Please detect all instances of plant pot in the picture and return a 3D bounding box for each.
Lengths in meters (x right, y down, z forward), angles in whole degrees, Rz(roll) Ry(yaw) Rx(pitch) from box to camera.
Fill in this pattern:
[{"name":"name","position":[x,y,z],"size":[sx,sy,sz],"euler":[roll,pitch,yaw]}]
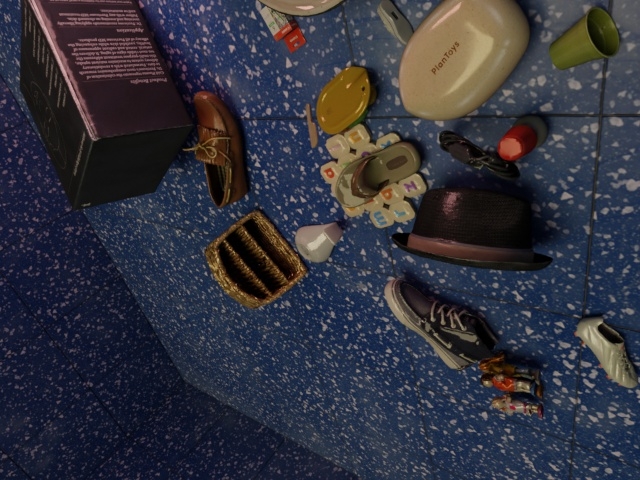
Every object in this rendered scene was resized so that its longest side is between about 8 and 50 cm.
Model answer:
[{"name":"plant pot","position":[0.424,-0.320,0.749],"size":[0.083,0.083,0.079],"euler":[53,154,-9]}]

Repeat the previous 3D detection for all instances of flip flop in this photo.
[{"name":"flip flop","position":[0.128,-0.153,1.132],"size":[0.277,0.080,0.112],"euler":[-22,107,48]}]

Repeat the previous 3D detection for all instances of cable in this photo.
[{"name":"cable","position":[0.320,-0.174,0.930],"size":[0.047,0.151,0.184],"euler":[-69,27,18]}]

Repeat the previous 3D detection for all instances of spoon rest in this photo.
[{"name":"spoon rest","position":[0.000,0.000,1.442],"size":[0.137,0.084,0.276],"euler":[51,155,-5]}]

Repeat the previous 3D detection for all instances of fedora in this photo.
[{"name":"fedora","position":[0.325,-0.037,0.989],"size":[0.334,0.334,0.152],"euler":[11,100,37]}]

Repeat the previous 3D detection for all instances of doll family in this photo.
[{"name":"doll family","position":[0.531,0.396,1.288],"size":[0.163,0.118,0.263],"euler":[3,144,34]}]

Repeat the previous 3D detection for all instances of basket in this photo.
[{"name":"basket","position":[-0.241,0.081,1.612],"size":[0.299,0.213,0.223],"euler":[53,143,-10]}]

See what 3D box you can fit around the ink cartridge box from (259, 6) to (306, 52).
[{"name":"ink cartridge box","position":[-0.089,-0.507,1.086],"size":[0.063,0.029,0.115],"euler":[-13,114,48]}]

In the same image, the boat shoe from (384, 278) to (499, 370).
[{"name":"boat shoe","position":[0.345,0.214,1.281],"size":[0.340,0.127,0.158],"euler":[43,137,-10]}]

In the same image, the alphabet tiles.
[{"name":"alphabet tiles","position":[0.132,-0.164,1.199],"size":[0.278,0.021,0.284],"euler":[-18,110,47]}]

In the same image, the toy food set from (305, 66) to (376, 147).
[{"name":"toy food set","position":[0.059,-0.318,1.097],"size":[0.218,0.071,0.128],"euler":[-26,73,46]}]

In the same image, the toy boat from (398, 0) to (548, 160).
[{"name":"toy boat","position":[0.297,-0.288,0.856],"size":[0.318,0.148,0.267],"euler":[53,137,2]}]

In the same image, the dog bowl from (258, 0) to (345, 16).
[{"name":"dog bowl","position":[-0.024,-0.634,0.813],"size":[0.408,0.150,0.407],"euler":[24,138,24]}]

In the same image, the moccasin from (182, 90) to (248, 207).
[{"name":"moccasin","position":[-0.329,-0.273,1.425],"size":[0.139,0.147,0.379],"euler":[26,138,23]}]

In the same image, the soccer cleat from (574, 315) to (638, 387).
[{"name":"soccer cleat","position":[0.670,0.257,1.049],"size":[0.196,0.068,0.076],"euler":[49,139,0]}]

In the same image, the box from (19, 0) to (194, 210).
[{"name":"box","position":[-0.678,-0.416,1.409],"size":[0.480,0.298,0.471],"euler":[-31,81,52]}]

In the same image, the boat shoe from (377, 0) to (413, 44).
[{"name":"boat shoe","position":[0.150,-0.438,0.930],"size":[0.100,0.035,0.035],"euler":[48,170,-10]}]
